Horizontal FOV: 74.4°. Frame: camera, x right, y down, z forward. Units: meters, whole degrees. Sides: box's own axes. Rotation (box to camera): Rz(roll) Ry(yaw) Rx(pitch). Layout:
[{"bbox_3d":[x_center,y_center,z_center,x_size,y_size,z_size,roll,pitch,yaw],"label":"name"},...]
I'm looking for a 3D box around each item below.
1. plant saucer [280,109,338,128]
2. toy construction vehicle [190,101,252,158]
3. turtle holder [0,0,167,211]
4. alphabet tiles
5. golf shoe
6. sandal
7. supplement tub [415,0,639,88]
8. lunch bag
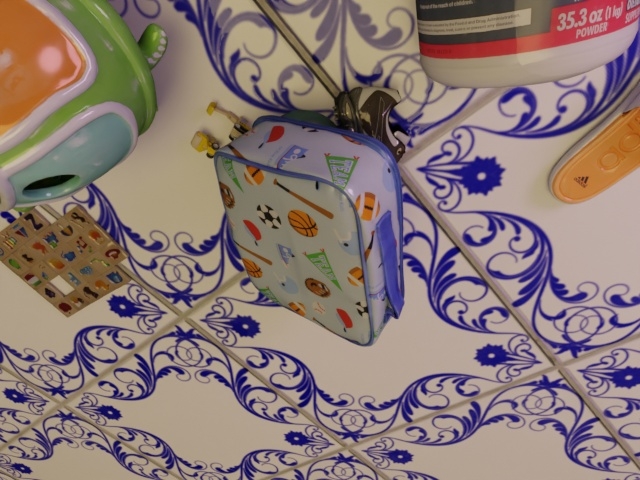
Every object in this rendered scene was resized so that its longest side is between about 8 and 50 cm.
[{"bbox_3d":[-0.023,-0.121,0.593,0.119,0.021,0.120,4,124,6],"label":"plant saucer"},{"bbox_3d":[-0.127,-0.136,0.596,0.098,0.035,0.086,33,132,-10],"label":"toy construction vehicle"},{"bbox_3d":[-0.343,-0.156,0.472,0.320,0.228,0.243,-3,144,37],"label":"turtle holder"},{"bbox_3d":[-0.466,0.033,0.767,0.237,0.009,0.198,-27,115,23],"label":"alphabet tiles"},{"bbox_3d":[0.077,-0.103,0.558,0.093,0.077,0.198,-10,127,5],"label":"golf shoe"},{"bbox_3d":[0.398,-0.128,0.492,0.101,0.076,0.265,30,122,-12],"label":"sandal"},{"bbox_3d":[0.171,-0.288,0.355,0.190,0.191,0.273,-6,122,12],"label":"supplement tub"},{"bbox_3d":[0.000,0.000,0.552,0.243,0.115,0.304,19,141,30],"label":"lunch bag"}]
